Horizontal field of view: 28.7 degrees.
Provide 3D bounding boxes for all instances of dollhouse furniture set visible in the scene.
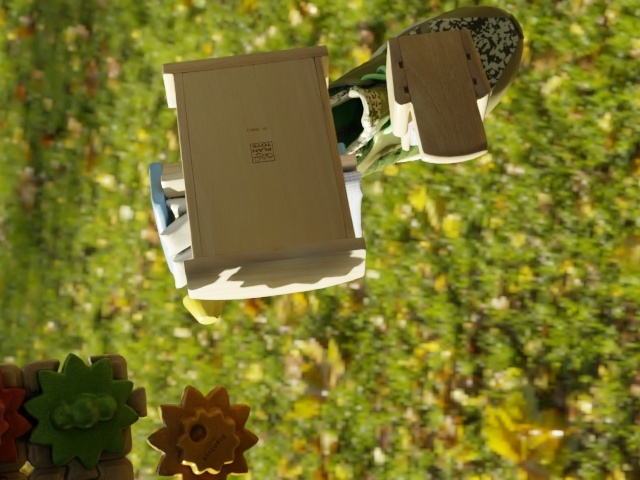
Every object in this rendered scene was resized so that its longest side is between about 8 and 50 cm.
[{"bbox_3d":[0.000,0.000,1.104,0.303,0.287,0.198,90,172,-60],"label":"dollhouse furniture set"}]

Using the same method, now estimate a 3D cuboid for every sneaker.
[{"bbox_3d":[0.071,-0.147,1.440,0.158,0.410,0.182,59,172,-4],"label":"sneaker"}]

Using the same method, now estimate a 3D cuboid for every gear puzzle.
[{"bbox_3d":[-0.201,0.171,0.905,0.044,0.339,0.175,178,89,-67],"label":"gear puzzle"}]
